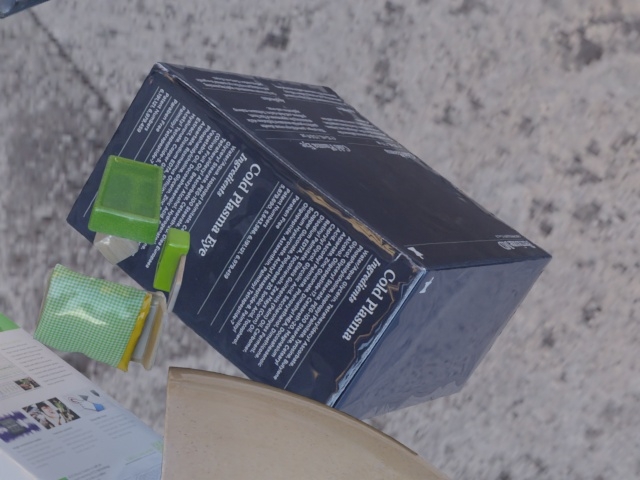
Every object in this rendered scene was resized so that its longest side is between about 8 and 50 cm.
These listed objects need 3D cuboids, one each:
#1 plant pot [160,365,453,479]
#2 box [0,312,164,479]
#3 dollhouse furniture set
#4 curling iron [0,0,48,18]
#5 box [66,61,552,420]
[{"bbox_3d":[0.004,0.214,0.805,0.191,0.284,0.284,5,61,-6],"label":"plant pot"},{"bbox_3d":[-0.331,0.179,1.644,0.322,0.058,0.232,36,18,18],"label":"box"},{"bbox_3d":[-0.122,0.029,0.903,0.076,0.152,0.058,15,34,-9],"label":"dollhouse furniture set"},{"bbox_3d":[-0.151,-0.237,1.278,0.274,0.035,0.068,-25,54,-33],"label":"curling iron"},{"bbox_3d":[0.000,0.000,1.445,0.312,0.179,0.343,38,17,21],"label":"box"}]
